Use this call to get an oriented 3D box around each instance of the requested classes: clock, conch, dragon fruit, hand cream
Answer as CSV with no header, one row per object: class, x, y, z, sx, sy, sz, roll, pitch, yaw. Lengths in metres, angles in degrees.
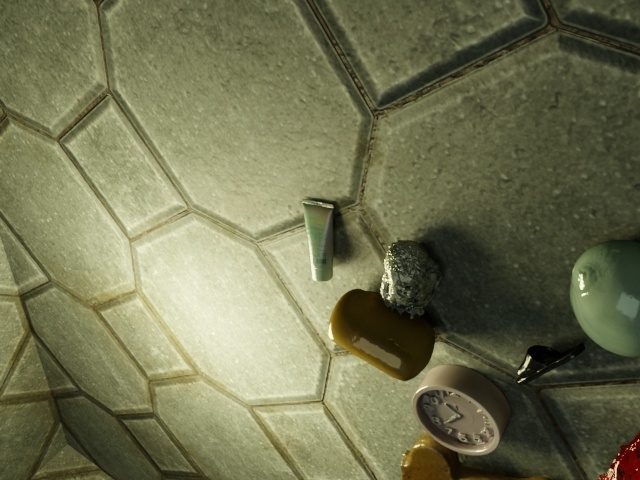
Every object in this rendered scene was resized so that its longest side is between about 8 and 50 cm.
clock,0.295,0.359,1.312,0.196,0.068,0.197,21,133,25
conch,0.461,0.100,0.959,0.185,0.121,0.221,35,153,57
dragon fruit,0.583,0.444,1.122,0.092,0.122,0.192,23,133,2
hand cream,0.000,0.000,1.285,0.076,0.047,0.174,12,120,32

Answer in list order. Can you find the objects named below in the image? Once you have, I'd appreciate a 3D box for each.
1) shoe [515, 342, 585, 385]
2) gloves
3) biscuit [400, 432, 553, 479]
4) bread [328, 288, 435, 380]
shoe,0.403,0.208,1.118,0.053,0.062,0.159,54,139,9
gloves,0.171,0.073,1.179,0.114,0.070,0.153,20,124,22
biscuit,0.378,0.602,1.441,0.394,0.076,0.368,8,126,30
bread,0.124,0.179,1.243,0.217,0.147,0.098,24,149,16
